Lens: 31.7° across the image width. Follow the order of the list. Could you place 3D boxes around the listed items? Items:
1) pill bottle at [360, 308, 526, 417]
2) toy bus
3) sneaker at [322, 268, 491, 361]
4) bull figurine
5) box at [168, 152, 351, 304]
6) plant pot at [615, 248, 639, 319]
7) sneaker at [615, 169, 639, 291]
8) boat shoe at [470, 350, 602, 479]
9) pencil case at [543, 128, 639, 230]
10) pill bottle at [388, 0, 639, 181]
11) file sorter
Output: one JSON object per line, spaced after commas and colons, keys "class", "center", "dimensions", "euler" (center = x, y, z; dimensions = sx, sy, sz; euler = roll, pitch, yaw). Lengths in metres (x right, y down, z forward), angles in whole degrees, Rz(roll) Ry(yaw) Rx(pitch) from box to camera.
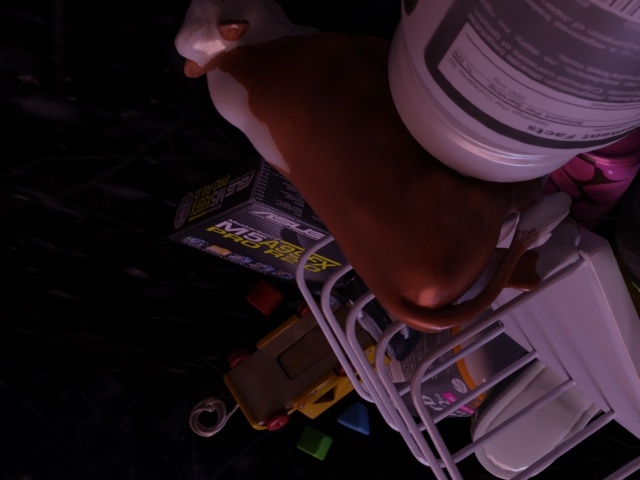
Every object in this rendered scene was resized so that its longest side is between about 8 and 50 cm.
{"class": "pill bottle", "center": [0.158, 0.126, 1.318], "dimensions": [0.162, 0.162, 0.278], "euler": [21, 160, -24]}
{"class": "toy bus", "center": [-0.020, 0.152, 1.280], "dimensions": [0.202, 0.190, 0.104], "euler": [6, 161, 23]}
{"class": "sneaker", "center": [0.124, 0.052, 1.107], "dimensions": [0.269, 0.153, 0.101], "euler": [27, -174, -28]}
{"class": "bull figurine", "center": [0.037, -0.074, 0.743], "dimensions": [0.188, 0.310, 0.101], "euler": [-20, 152, -24]}
{"class": "box", "center": [0.000, 0.000, 1.216], "dimensions": [0.270, 0.060, 0.216], "euler": [22, 161, -25]}
{"class": "plant pot", "center": [0.340, 0.034, 0.887], "dimensions": [0.212, 0.212, 0.187], "euler": [-3, 142, 40]}
{"class": "sneaker", "center": [0.298, -0.099, 0.551], "dimensions": [0.202, 0.185, 0.483], "euler": [19, 150, -18]}
{"class": "boat shoe", "center": [0.273, 0.113, 1.115], "dimensions": [0.109, 0.305, 0.091], "euler": [48, -171, -3]}
{"class": "pencil case", "center": [0.188, -0.069, 0.837], "dimensions": [0.098, 0.095, 0.209], "euler": [22, 165, 8]}
{"class": "pill bottle", "center": [0.132, -0.138, 0.554], "dimensions": [0.161, 0.161, 0.283], "euler": [15, 162, -6]}
{"class": "file sorter", "center": [0.120, 0.082, 0.903], "dimensions": [0.192, 0.173, 0.278], "euler": [62, 172, -23]}
